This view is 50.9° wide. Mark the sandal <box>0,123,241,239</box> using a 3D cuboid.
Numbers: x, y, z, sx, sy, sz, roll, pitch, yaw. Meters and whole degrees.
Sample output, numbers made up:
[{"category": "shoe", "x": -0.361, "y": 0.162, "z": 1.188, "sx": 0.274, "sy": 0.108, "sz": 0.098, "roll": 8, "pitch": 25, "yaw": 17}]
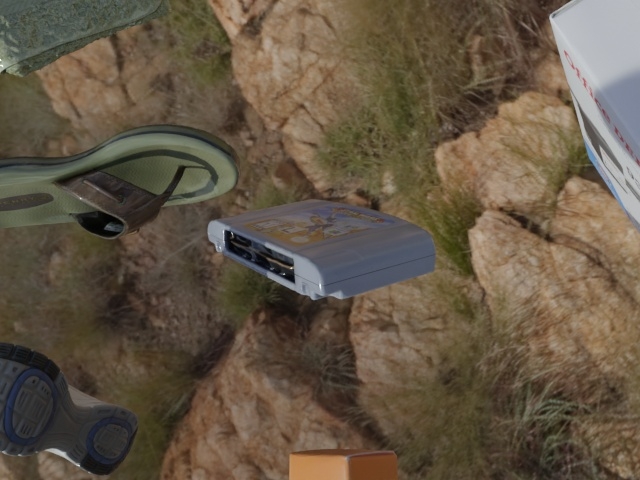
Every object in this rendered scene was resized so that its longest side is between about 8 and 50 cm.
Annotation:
[{"category": "sandal", "x": -0.229, "y": -0.040, "z": 0.698, "sx": 0.303, "sy": 0.120, "sz": 0.086, "roll": -12, "pitch": 60, "yaw": -1}]

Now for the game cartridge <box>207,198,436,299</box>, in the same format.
[{"category": "game cartridge", "x": 0.000, "y": 0.000, "z": 0.892, "sx": 0.297, "sy": 0.198, "sz": 0.062, "roll": 20, "pitch": 122, "yaw": 53}]

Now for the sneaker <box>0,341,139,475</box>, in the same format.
[{"category": "sneaker", "x": -0.351, "y": 0.203, "z": 0.813, "sx": 0.129, "sy": 0.297, "sz": 0.111, "roll": 12, "pitch": 61, "yaw": 29}]

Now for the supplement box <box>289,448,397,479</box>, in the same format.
[{"category": "supplement box", "x": 0.021, "y": 0.309, "z": 0.599, "sx": 0.078, "sy": 0.080, "sz": 0.233, "roll": -13, "pitch": 72, "yaw": 40}]

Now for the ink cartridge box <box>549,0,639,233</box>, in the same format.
[{"category": "ink cartridge box", "x": 0.353, "y": -0.094, "z": 0.653, "sx": 0.129, "sy": 0.307, "sz": 0.223, "roll": -29, "pitch": 61, "yaw": 16}]

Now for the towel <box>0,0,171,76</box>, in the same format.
[{"category": "towel", "x": -0.196, "y": -0.198, "z": 0.504, "sx": 0.027, "sy": 0.148, "sz": 0.110, "roll": 5, "pitch": 124, "yaw": 64}]
